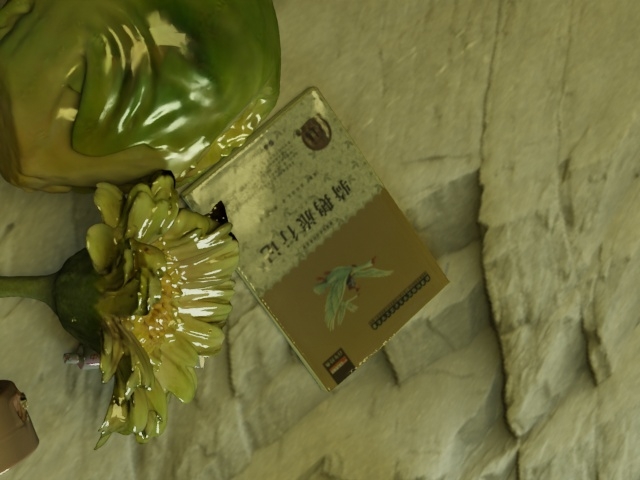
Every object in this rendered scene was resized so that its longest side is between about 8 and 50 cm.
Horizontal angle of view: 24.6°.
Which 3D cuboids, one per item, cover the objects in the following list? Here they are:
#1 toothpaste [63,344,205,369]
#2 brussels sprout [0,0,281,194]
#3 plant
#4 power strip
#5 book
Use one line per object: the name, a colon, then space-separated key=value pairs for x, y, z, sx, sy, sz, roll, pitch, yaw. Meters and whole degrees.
toothpaste: x=-0.212 y=0.130 z=1.692 sx=0.169 sy=0.028 sz=0.045 roll=-2 pitch=85 yaw=-26
brussels sprout: x=-0.197 y=-0.181 z=1.548 sx=0.344 sy=0.268 sz=0.344 roll=-7 pitch=106 yaw=-27
plant: x=-0.203 y=0.059 z=1.584 sx=0.261 sy=0.297 sz=0.306 roll=-19 pitch=114 yaw=-37
power strip: x=-0.377 y=0.210 z=1.553 sx=0.154 sy=0.154 sz=0.078 roll=-23 pitch=100 yaw=-22
book: x=0.000 y=0.000 z=1.785 sx=0.217 sy=0.021 sz=0.310 roll=-41 pitch=109 yaw=-17
